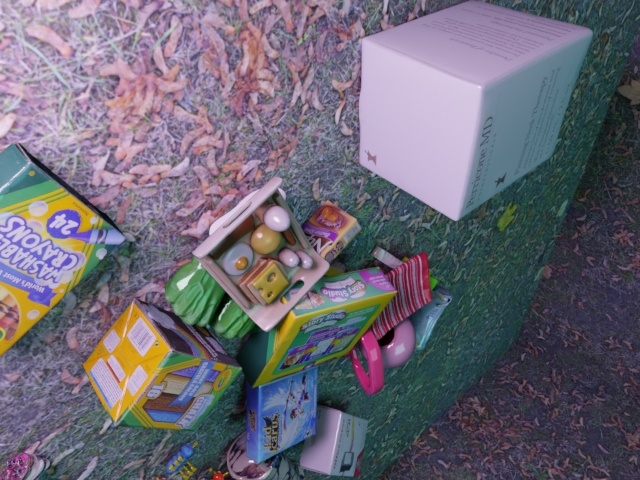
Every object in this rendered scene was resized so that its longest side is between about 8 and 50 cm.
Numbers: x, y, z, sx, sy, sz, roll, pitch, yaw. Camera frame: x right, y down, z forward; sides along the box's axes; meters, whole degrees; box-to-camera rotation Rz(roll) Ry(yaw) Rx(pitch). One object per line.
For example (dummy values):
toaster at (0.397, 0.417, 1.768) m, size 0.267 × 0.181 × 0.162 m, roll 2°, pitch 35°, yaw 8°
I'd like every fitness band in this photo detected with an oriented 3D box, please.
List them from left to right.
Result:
fitness band at (0.130, 0.369, 1.585) m, size 0.054 × 0.209 × 0.291 m, roll -21°, pitch 123°, yaw -18°

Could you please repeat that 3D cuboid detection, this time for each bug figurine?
bug figurine at (-0.390, 0.706, 1.394) m, size 0.216 × 0.072 × 0.279 m, roll -42°, pitch 131°, yaw -22°

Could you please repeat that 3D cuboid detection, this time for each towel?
towel at (0.254, 0.174, 1.545) m, size 0.274 × 0.031 × 0.199 m, roll -28°, pitch 120°, yaw -31°

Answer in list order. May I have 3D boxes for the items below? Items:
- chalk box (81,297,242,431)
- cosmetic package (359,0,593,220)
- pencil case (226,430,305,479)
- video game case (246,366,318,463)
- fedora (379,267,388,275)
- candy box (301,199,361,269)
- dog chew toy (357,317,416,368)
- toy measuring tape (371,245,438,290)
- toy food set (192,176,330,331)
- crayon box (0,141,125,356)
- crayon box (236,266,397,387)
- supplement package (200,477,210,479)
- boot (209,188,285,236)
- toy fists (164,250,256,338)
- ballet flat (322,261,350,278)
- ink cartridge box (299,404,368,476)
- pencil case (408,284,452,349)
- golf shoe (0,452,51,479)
chalk box at (-0.312, 0.278, 1.044) m, size 0.179 × 0.180 × 0.289 m, roll -52°, pitch 144°, yaw -2°
cosmetic package at (0.338, -0.321, 1.141) m, size 0.393 × 0.327 × 0.330 m, roll -31°, pitch 140°, yaw -27°
pencil case at (-0.167, 0.774, 1.651) m, size 0.183 × 0.160 × 0.410 m, roll -37°, pitch 142°, yaw -15°
video game case at (-0.112, 0.496, 1.474) m, size 0.244 × 0.061 × 0.270 m, roll -6°, pitch 100°, yaw -46°
fedora at (0.158, 0.177, 1.559) m, size 0.194 × 0.079 × 0.195 m, roll -18°, pitch 113°, yaw -51°
candy box at (0.000, 0.000, 1.220) m, size 0.187 × 0.109 × 0.053 m, roll -48°, pitch 145°, yaw -7°
dog chew toy at (0.253, 0.365, 1.756) m, size 0.207 × 0.206 × 0.332 m, roll -50°, pitch 153°, yaw -4°
toy measuring tape at (0.273, 0.084, 1.641) m, size 0.330 × 0.121 × 0.121 m, roll 28°, pitch 98°, yaw -32°
toy food set at (-0.104, 0.041, 1.018) m, size 0.220 × 0.092 × 0.306 m, roll -46°, pitch 139°, yaw -15°
crayon box at (-0.488, 0.041, 0.724) m, size 0.323 × 0.083 × 0.203 m, roll -46°, pitch 144°, yaw -9°
crayon box at (-0.010, 0.231, 1.334) m, size 0.362 × 0.106 × 0.313 m, roll -7°, pitch 139°, yaw -41°
supplement package at (-0.336, 0.885, 1.574) m, size 0.139 × 0.133 × 0.244 m, roll -44°, pitch 144°, yaw -13°
boot at (-0.155, -0.040, 1.060) m, size 0.190 × 0.069 × 0.086 m, roll -34°, pitch 154°, yaw -21°
toy fists at (-0.230, 0.132, 1.088) m, size 0.142 × 0.096 × 0.279 m, roll -62°, pitch 145°, yaw -9°
ballet flat at (0.051, 0.106, 1.414) m, size 0.231 × 0.077 × 0.077 m, roll 43°, pitch 64°, yaw -57°
ink cartridge box at (0.062, 0.773, 1.864) m, size 0.306 × 0.131 × 0.226 m, roll 46°, pitch 52°, yaw -56°
pencil case at (0.422, 0.302, 1.947) m, size 0.113 × 0.124 × 0.273 m, roll 3°, pitch 118°, yaw -50°
golf shoe at (-0.631, 0.517, 0.982) m, size 0.186 × 0.067 × 0.086 m, roll -47°, pitch 146°, yaw -9°
